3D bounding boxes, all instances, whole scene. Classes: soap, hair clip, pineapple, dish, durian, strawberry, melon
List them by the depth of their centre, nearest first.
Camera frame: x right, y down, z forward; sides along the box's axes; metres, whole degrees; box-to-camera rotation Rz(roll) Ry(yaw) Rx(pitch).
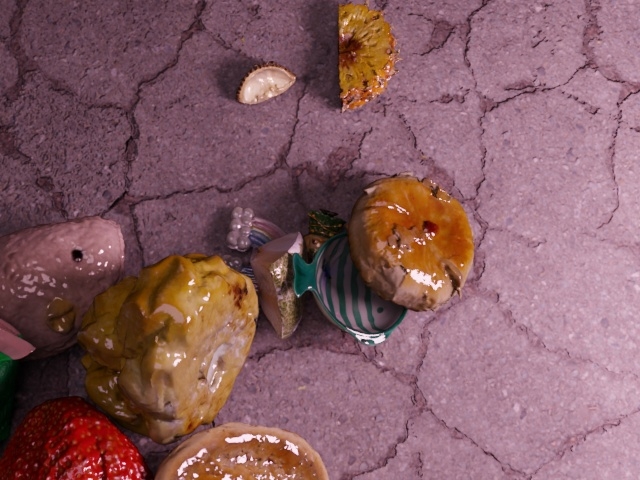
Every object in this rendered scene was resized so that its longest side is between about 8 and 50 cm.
[{"bbox_3d":[-0.387,0.386,1.374,0.250,0.238,0.289,5,66,-35],"label":"strawberry"},{"bbox_3d":[-0.593,0.227,1.453,0.217,0.273,0.098,30,39,10],"label":"soap"},{"bbox_3d":[-0.077,0.069,1.525,0.093,0.139,0.203,0,76,9],"label":"melon"},{"bbox_3d":[0.045,0.086,1.551,0.246,0.078,0.224,10,64,-26],"label":"dish"},{"bbox_3d":[-0.119,0.049,1.610,0.140,0.054,0.220,10,70,5],"label":"hair clip"},{"bbox_3d":[0.099,-0.363,1.702,0.135,0.079,0.233,2,75,-1],"label":"pineapple"},{"bbox_3d":[-0.112,-0.314,1.706,0.130,0.052,0.066,-24,78,-6],"label":"durian"}]

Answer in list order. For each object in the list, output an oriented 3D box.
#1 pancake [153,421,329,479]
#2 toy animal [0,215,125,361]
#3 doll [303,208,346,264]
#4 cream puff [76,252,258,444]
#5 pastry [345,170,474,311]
[{"bbox_3d":[-0.111,0.458,1.396,0.356,0.065,0.357,10,74,-37],"label":"pancake"},{"bbox_3d":[-0.508,0.096,1.528,0.358,0.188,0.227,-21,76,2],"label":"toy animal"},{"bbox_3d":[0.001,-0.005,1.623,0.078,0.077,0.113,16,108,-3],"label":"doll"},{"bbox_3d":[-0.273,0.158,1.447,0.257,0.325,0.291,15,50,20],"label":"cream puff"},{"bbox_3d":[0.163,0.000,1.537,0.257,0.121,0.236,45,51,-4],"label":"pastry"}]
